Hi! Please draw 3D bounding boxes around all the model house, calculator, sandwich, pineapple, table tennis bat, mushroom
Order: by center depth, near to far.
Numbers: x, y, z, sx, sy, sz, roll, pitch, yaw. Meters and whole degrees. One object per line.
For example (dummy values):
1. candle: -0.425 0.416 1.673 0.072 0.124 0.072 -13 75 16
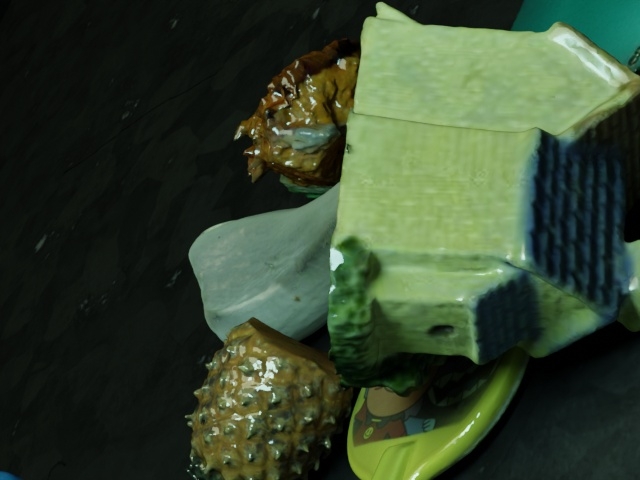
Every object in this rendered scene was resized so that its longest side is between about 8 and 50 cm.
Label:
1. model house: 0.153 -0.015 1.581 0.266 0.261 0.321 1 57 11
2. table tennis bat: 0.084 0.177 1.648 0.224 0.054 0.368 -20 38 49
3. calculator: 0.286 -0.228 1.790 0.274 0.058 0.248 -14 48 55
4. pineapple: -0.074 0.225 1.794 0.278 0.158 0.158 -66 24 5
5. mushroom: 0.000 0.000 1.917 0.329 0.159 0.122 -32 -5 33
6. sandwich: 0.020 -0.123 2.015 0.250 0.162 0.301 -32 0 17

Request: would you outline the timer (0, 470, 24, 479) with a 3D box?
1. timer: -0.439 0.447 2.177 0.340 0.115 0.309 -55 27 4
